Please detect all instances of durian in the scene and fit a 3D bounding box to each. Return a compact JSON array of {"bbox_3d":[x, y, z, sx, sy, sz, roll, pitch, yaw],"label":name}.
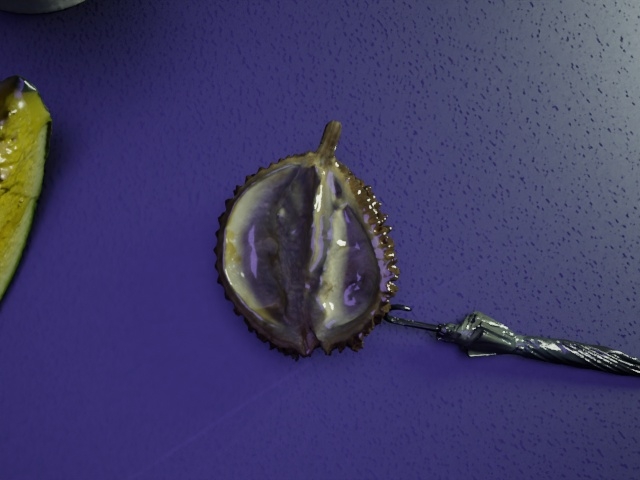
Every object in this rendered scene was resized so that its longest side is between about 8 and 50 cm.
[{"bbox_3d":[0.000,0.000,0.943,0.148,0.091,0.188,8,92,18],"label":"durian"}]

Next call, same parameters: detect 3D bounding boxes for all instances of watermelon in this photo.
[{"bbox_3d":[-0.301,0.016,0.908,0.123,0.129,0.301,29,77,-2],"label":"watermelon"}]

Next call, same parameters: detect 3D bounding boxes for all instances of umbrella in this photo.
[{"bbox_3d":[0.174,0.088,0.979,0.269,0.044,0.044,14,57,-10],"label":"umbrella"}]

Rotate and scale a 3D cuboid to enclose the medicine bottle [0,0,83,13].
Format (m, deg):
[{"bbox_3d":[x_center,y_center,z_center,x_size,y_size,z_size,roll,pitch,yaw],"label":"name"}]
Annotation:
[{"bbox_3d":[-0.230,-0.301,0.828,0.211,0.371,0.211,0,84,-4],"label":"medicine bottle"}]
